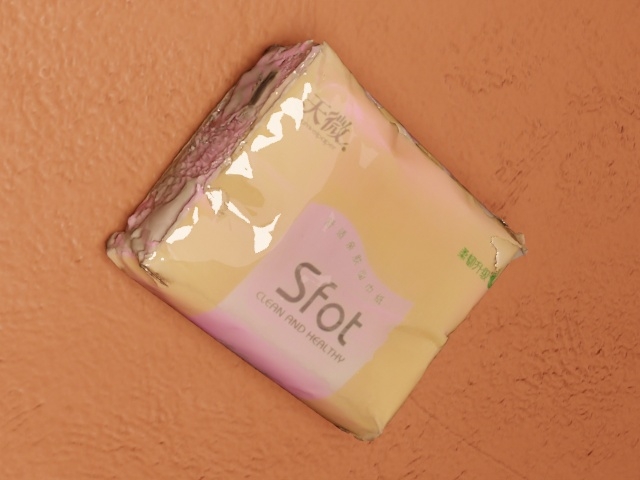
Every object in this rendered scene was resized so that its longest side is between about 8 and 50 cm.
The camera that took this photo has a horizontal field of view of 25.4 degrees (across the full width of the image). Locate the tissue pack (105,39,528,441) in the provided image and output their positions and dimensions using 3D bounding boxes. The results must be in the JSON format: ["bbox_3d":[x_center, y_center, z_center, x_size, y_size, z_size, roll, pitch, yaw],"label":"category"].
[{"bbox_3d":[0.000,0.000,1.072,0.257,0.123,0.215,39,86,-29],"label":"tissue pack"}]
